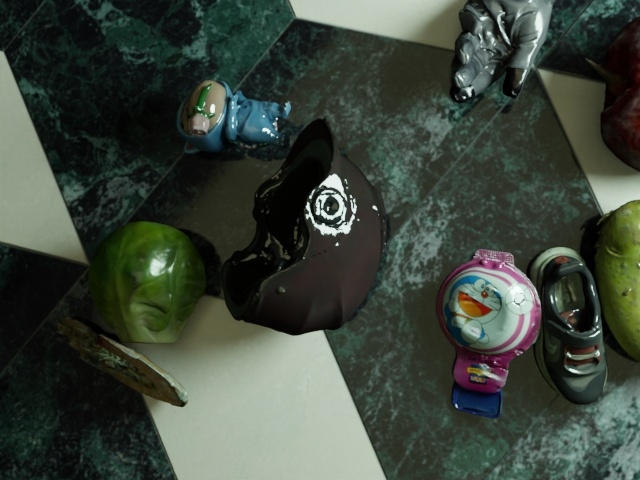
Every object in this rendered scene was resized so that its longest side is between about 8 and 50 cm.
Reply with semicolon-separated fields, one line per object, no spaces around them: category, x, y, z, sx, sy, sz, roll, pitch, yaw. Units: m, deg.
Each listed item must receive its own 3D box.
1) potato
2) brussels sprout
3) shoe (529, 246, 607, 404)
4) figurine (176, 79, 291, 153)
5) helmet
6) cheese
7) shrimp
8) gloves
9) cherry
potato;0.461;0.065;1.207;0.149;0.113;0.251;-18;99;-8
brussels sprout;-0.258;0.063;1.272;0.161;0.144;0.181;15;83;-32
shoe;0.352;0.120;1.215;0.099;0.112;0.227;-10;85;4
figurine;-0.134;-0.183;1.257;0.178;0.144;0.114;8;82;18
helmet;0.000;0.000;1.214;0.177;0.225;0.305;29;89;-20
cheese;0.236;0.135;1.244;0.155;0.062;0.244;10;100;25
shrimp;-0.299;0.170;1.280;0.251;0.143;0.052;24;63;13
gloves;0.272;-0.311;1.244;0.142;0.119;0.285;36;77;7
cherry;0.504;-0.196;1.166;0.300;0.203;0.230;7;84;6
